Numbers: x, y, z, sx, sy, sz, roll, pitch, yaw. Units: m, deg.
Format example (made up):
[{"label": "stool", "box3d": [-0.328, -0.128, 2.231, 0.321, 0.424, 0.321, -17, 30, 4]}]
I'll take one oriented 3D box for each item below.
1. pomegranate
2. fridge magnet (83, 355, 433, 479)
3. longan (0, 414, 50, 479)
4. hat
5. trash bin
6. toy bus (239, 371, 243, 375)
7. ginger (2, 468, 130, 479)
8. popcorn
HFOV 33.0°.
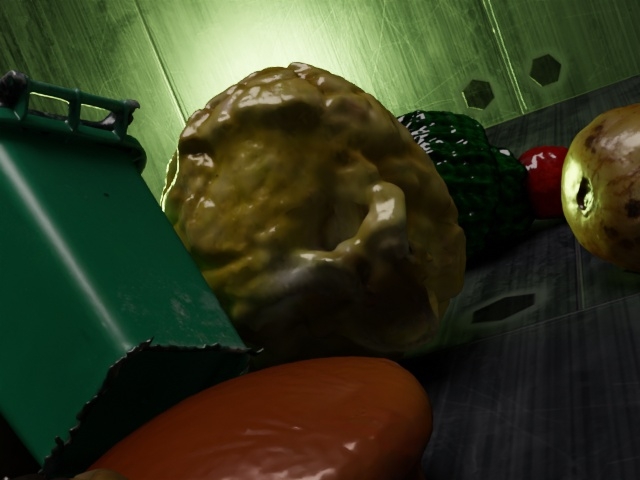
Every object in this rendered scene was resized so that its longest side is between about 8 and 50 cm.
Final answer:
[{"label": "pomegranate", "box3d": [0.408, -0.062, 1.323, 0.215, 0.215, 0.215, -21, 9, 4]}, {"label": "fridge magnet", "box3d": [-0.071, 0.212, 0.921, 0.364, 0.155, 0.363, -21, 10, 4]}, {"label": "longan", "box3d": [-0.428, 0.235, 1.239, 0.297, 0.297, 0.297, -21, 9, 4]}, {"label": "hat", "box3d": [0.265, -0.083, 1.774, 0.332, 0.242, 0.274, -1, 51, -8]}, {"label": "trash bin", "box3d": [-0.255, 0.041, 1.154, 0.259, 0.381, 0.295, 7, -55, -53]}, {"label": "toy bus", "box3d": [-0.213, 0.136, 1.475, 0.194, 0.161, 0.323, -10, 3, 25]}, {"label": "ginger", "box3d": [-0.136, 0.267, 0.636, 0.200, 0.269, 0.223, -48, -18, -10]}, {"label": "popcorn", "box3d": [-0.011, -0.016, 1.342, 0.344, 0.390, 0.354, -30, -12, 26]}]
